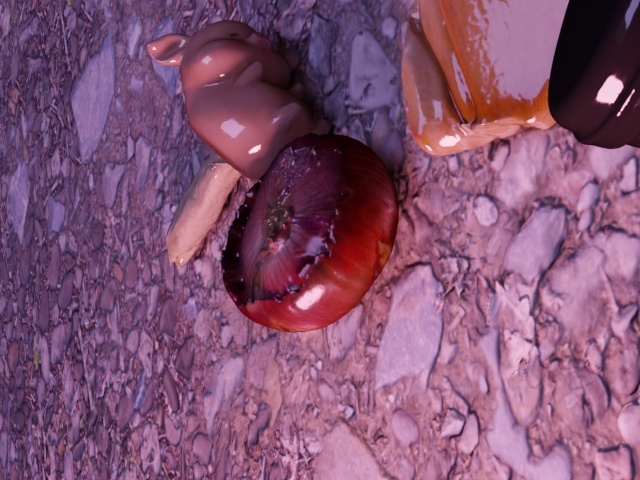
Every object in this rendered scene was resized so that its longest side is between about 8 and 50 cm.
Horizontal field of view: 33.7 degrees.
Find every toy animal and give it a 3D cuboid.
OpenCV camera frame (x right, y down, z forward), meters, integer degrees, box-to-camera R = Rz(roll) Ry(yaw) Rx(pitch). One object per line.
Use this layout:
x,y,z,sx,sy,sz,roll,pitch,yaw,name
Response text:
-0.100,-0.182,1.370,0.154,0.166,0.250,-39,54,15,toy animal

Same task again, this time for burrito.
-0.167,-0.063,1.549,0.275,0.059,0.082,-51,33,43,burrito

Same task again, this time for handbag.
0.255,-0.212,0.770,0.254,0.093,0.308,44,-117,-90,handbag

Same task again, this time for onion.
-0.007,-0.007,1.205,0.248,0.161,0.248,-7,81,47,onion

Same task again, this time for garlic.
0.171,-0.206,0.989,0.217,0.110,0.228,-8,93,45,garlic
